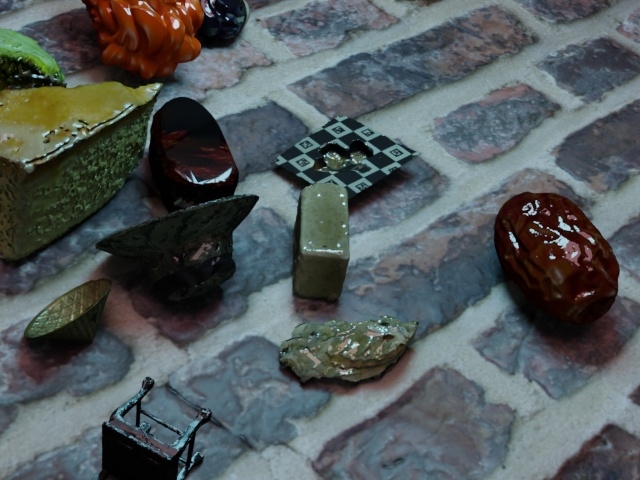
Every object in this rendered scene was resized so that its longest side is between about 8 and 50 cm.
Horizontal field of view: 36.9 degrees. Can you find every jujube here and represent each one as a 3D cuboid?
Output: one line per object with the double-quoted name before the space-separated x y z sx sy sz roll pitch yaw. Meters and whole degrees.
"jujube" 0.385 0.025 1.585 0.174 0.174 0.250 -8 49 -21

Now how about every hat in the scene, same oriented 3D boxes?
"hat" -0.352 0.123 1.400 0.146 0.067 0.146 -25 21 10
"hat" -0.201 0.023 1.474 0.266 0.265 0.128 -20 89 -29

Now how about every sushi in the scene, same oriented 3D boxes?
"sushi" 0.044 -0.140 1.771 0.193 0.040 0.210 31 49 28
"sushi" -0.223 -0.133 1.647 0.136 0.126 0.225 -9 53 -23

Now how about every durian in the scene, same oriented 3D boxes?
"durian" -0.574 -0.321 1.763 0.375 0.106 0.132 32 45 21

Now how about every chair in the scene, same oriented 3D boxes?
"chair" -0.244 0.300 1.207 0.106 0.113 0.229 24 42 15

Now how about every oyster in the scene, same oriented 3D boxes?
"oyster" 0.043 0.156 1.445 0.209 0.072 0.132 9 41 -1

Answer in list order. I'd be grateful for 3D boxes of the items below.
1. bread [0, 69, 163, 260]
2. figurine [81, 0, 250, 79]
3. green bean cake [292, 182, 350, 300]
"bread" -0.459 -0.157 1.529 0.279 0.248 0.315 25 41 10
"figurine" -0.314 -0.479 1.932 0.306 0.241 0.412 50 32 4
"green bean cake" 0.000 0.000 1.565 0.085 0.109 0.179 6 44 -6
